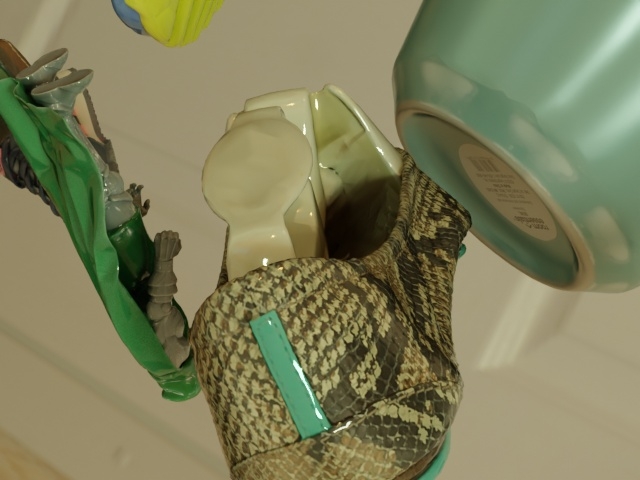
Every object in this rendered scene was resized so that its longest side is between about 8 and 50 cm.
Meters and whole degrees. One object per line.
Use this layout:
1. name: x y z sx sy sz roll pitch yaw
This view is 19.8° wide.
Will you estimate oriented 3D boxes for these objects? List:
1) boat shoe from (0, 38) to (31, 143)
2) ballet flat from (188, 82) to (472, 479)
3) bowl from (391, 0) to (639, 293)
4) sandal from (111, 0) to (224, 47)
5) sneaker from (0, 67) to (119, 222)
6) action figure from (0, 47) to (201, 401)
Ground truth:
1. boat shoe: -0.420 -0.107 1.785 0.324 0.120 0.122 -27 117 18
2. ballet flat: 0.000 0.000 1.073 0.164 0.483 0.182 -24 102 8
3. bowl: 0.167 -0.083 1.258 0.163 0.311 0.311 -44 130 -13
4. sandal: -0.128 -0.260 1.553 0.126 0.138 0.317 -64 -179 25
5. sneaker: -0.284 -0.073 1.899 0.131 0.319 0.112 -8 121 -17
6. action figure: -0.119 0.002 1.088 0.063 0.137 0.232 -27 120 -11
